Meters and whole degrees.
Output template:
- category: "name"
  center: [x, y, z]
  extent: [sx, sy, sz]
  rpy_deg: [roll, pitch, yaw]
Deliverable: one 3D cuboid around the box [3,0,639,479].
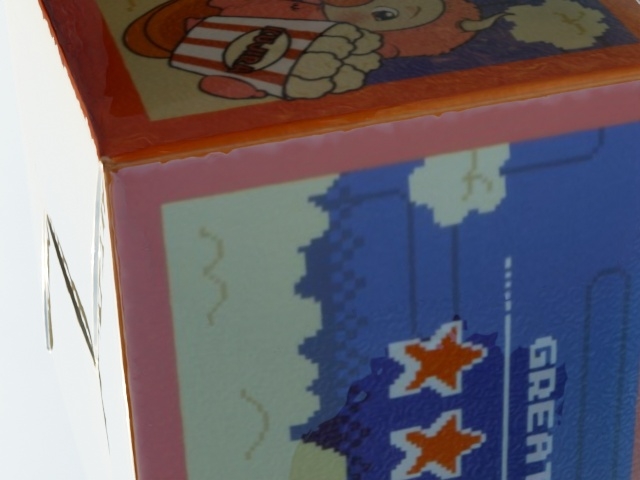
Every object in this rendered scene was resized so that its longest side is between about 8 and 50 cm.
- category: "box"
  center: [0.000, 0.000, 0.864]
  extent: [0.257, 0.319, 0.349]
  rpy_deg: [-9, -149, -14]
